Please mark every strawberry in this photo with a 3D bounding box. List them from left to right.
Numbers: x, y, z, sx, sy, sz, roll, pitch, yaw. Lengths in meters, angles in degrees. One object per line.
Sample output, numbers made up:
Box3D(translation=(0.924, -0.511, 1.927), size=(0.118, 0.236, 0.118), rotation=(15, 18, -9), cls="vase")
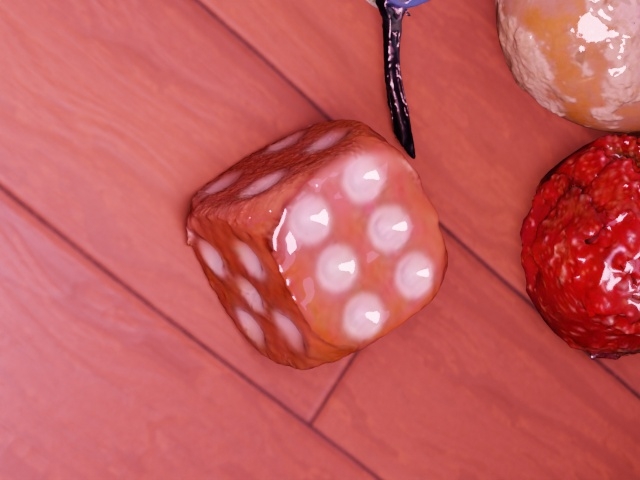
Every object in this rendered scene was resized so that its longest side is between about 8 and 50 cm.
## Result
Box3D(translation=(0.324, -0.001, 1.824), size=(0.274, 0.274, 0.220), rotation=(-15, 83, -29), cls="strawberry")

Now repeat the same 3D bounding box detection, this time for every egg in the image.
Box3D(translation=(0.279, -0.208, 1.820), size=(0.245, 0.203, 0.203), rotation=(42, 71, -31), cls="egg")

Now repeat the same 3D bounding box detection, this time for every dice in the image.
Box3D(translation=(0.000, 0.000, 1.671), size=(0.174, 0.179, 0.175), rotation=(-35, 105, -25), cls="dice")

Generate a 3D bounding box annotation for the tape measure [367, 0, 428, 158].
Box3D(translation=(0.114, -0.274, 1.782), size=(0.215, 0.098, 0.351), rotation=(-27, 106, -26), cls="tape measure")
